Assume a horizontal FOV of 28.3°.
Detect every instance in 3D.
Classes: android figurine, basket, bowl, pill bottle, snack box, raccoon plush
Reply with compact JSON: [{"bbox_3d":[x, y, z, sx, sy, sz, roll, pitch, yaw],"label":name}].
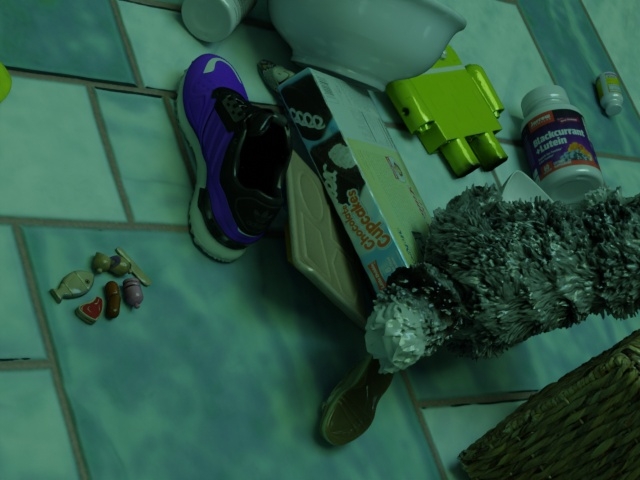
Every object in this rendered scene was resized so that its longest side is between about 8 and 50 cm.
[{"bbox_3d":[0.190,-0.228,1.991,0.248,0.056,0.272,-13,71,-49],"label":"android figurine"},{"bbox_3d":[0.366,0.254,1.554,0.223,0.299,0.213,-23,76,-52],"label":"basket"},{"bbox_3d":[0.044,-0.293,1.785,0.298,0.298,0.134,17,93,-35],"label":"bowl"},{"bbox_3d":[0.390,-0.158,2.085,0.108,0.108,0.193,17,49,-35],"label":"pill bottle"},{"bbox_3d":[0.316,-0.022,1.947,0.142,0.053,0.142,43,38,-9],"label":"bowl"},{"bbox_3d":[0.545,-0.275,2.386,0.043,0.043,0.083,24,46,-30],"label":"pill bottle"},{"bbox_3d":[0.070,-0.069,1.690,0.187,0.060,0.322,7,55,-63],"label":"snack box"},{"bbox_3d":[-0.130,-0.335,1.739,0.078,0.078,0.137,42,39,-10],"label":"pill bottle"},{"bbox_3d":[0.279,0.072,1.541,0.446,0.299,0.216,-50,129,-53],"label":"raccoon plush"}]

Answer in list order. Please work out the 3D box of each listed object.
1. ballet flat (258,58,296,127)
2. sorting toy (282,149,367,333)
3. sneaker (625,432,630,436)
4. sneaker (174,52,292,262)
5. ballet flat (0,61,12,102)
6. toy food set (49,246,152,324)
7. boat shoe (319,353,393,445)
[{"bbox_3d":[-0.045,-0.211,1.755,0.041,0.041,0.114,-14,70,-49],"label":"ballet flat"},{"bbox_3d":[0.000,0.000,1.587,0.193,0.038,0.208,46,26,-50],"label":"sorting toy"},{"bbox_3d":[0.438,0.323,1.748,0.110,0.107,0.275,46,32,-31],"label":"sneaker"},{"bbox_3d":[-0.092,-0.129,1.553,0.102,0.146,0.293,14,52,-35],"label":"sneaker"},{"bbox_3d":[-0.402,-0.169,1.336,0.231,0.077,0.077,-25,78,-51],"label":"ballet flat"},{"bbox_3d":[-0.230,0.050,1.375,0.078,0.019,0.122,48,38,-3],"label":"toy food set"},{"bbox_3d":[0.036,0.190,1.512,0.056,0.048,0.153,53,43,-17],"label":"boat shoe"}]
